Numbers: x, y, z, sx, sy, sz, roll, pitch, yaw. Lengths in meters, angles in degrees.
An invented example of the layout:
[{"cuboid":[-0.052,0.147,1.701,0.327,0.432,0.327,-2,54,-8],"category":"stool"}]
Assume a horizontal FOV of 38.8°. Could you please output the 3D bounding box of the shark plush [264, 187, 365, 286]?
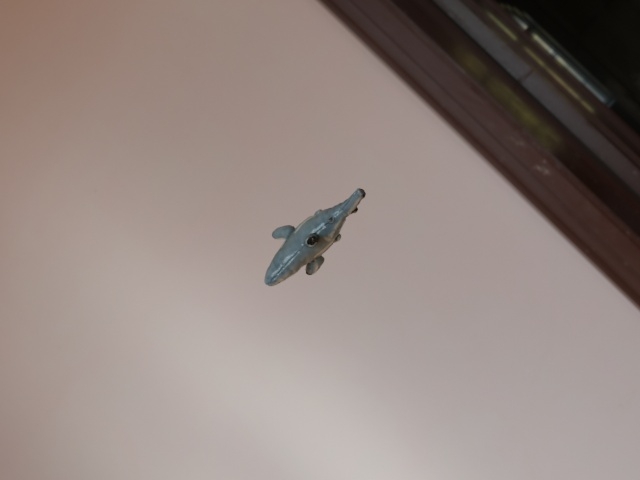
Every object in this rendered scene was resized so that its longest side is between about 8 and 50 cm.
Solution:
[{"cuboid":[0.000,0.000,1.083,0.161,0.073,0.067,-29,7,26],"category":"shark plush"}]
